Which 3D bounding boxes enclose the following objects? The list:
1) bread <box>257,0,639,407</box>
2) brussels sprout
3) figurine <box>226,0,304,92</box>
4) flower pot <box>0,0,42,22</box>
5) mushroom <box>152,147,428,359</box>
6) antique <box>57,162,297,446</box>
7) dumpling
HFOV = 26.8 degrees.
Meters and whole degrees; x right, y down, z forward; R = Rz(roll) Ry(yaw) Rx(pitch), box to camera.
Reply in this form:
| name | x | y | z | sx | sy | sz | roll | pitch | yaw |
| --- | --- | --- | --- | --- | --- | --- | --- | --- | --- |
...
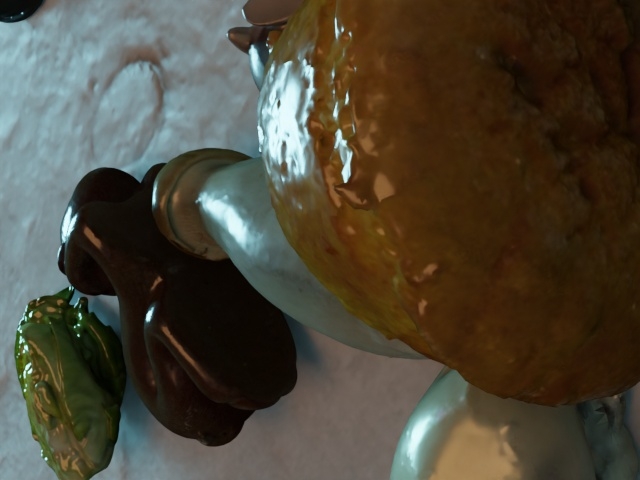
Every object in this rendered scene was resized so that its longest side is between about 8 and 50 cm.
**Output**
| name | x | y | z | sx | sy | sz | roll | pitch | yaw |
| --- | --- | --- | --- | --- | --- | --- | --- | --- | --- |
| bread | 0.115 | -0.063 | 0.747 | 0.172 | 0.312 | 0.312 | -7 | 100 | 57 |
| brussels sprout | -0.238 | 0.139 | 1.270 | 0.139 | 0.100 | 0.181 | -27 | 87 | 54 |
| figurine | 0.006 | -0.124 | 0.937 | 0.125 | 0.138 | 0.125 | -2 | 81 | 13 |
| flower pot | -0.326 | -0.268 | 1.200 | 0.157 | 0.107 | 0.157 | 14 | 112 | 37 |
| mushroom | 0.000 | 0.000 | 0.950 | 0.350 | 0.128 | 0.128 | 19 | 118 | 52 |
| antique | -0.132 | 0.050 | 1.129 | 0.257 | 0.121 | 0.143 | 52 | 141 | 6 |
| dumpling | 0.132 | 0.162 | 0.913 | 0.132 | 0.162 | 0.250 | -143 | 69 | -74 |
